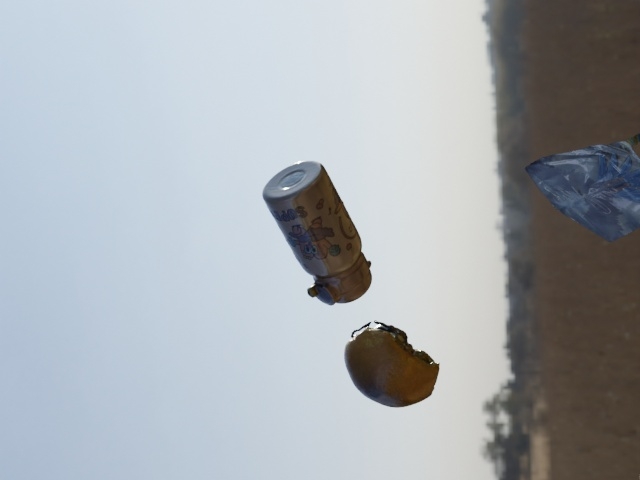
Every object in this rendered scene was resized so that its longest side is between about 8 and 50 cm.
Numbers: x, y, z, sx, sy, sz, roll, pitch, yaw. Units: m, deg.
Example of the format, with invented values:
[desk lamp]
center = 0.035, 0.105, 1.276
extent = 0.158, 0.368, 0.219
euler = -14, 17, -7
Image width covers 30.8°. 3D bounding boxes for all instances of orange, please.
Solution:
[orange]
center = 0.112, 0.214, 1.923
extent = 0.112, 0.170, 0.160
euler = -47, -51, -29

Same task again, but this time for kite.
[kite]
center = 0.393, -0.089, 1.424
extent = 0.310, 0.169, 0.015
euler = -34, 25, 53

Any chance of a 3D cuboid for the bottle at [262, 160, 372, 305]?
[bottle]
center = 0.000, 0.000, 1.643
extent = 0.110, 0.097, 0.209
euler = -45, -58, -28
